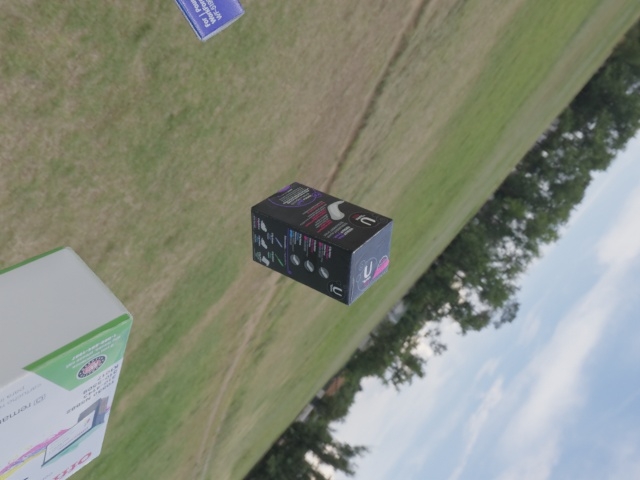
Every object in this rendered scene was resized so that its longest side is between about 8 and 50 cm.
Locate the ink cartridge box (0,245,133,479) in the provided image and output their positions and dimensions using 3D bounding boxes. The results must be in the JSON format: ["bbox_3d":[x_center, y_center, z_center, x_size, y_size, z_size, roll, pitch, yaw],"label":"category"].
[{"bbox_3d":[-0.318,0.167,0.592,0.201,0.117,0.278,-31,155,-46],"label":"ink cartridge box"}]

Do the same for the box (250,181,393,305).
[{"bbox_3d":[0.000,0.000,1.309,0.165,0.270,0.144,-36,139,-43],"label":"box"}]

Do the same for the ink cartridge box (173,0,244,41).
[{"bbox_3d":[-0.162,-0.319,0.701,0.065,0.165,0.333,-32,-158,2],"label":"ink cartridge box"}]
